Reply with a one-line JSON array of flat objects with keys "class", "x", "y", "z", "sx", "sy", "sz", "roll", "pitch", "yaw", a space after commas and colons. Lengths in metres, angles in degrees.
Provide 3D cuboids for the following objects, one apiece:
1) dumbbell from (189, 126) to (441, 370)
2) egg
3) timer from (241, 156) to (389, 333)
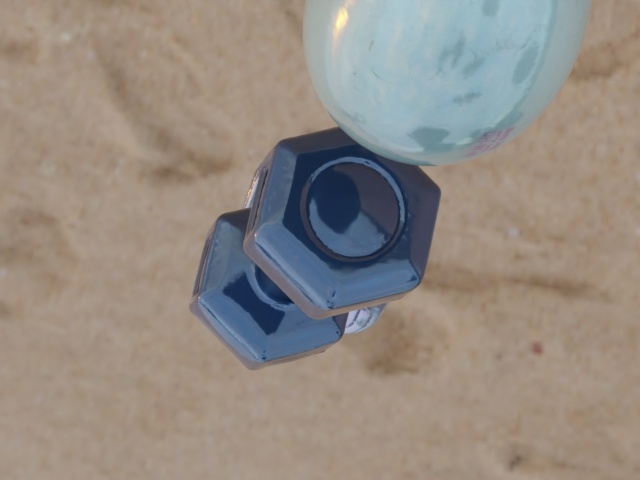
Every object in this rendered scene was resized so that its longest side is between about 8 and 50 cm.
[{"class": "dumbbell", "x": -0.012, "y": 0.011, "z": 1.625, "sx": 0.156, "sy": 0.143, "sz": 0.316, "roll": -14, "pitch": 170, "yaw": -17}, {"class": "egg", "x": 0.085, "y": -0.155, "z": 1.276, "sx": 0.183, "sy": 0.183, "sz": 0.264, "roll": 19, "pitch": 149, "yaw": -6}, {"class": "timer", "x": 0.000, "y": 0.000, "z": 2.129, "sx": 0.191, "sy": 0.069, "sz": 0.208, "roll": 29, "pitch": 128, "yaw": 10}]
